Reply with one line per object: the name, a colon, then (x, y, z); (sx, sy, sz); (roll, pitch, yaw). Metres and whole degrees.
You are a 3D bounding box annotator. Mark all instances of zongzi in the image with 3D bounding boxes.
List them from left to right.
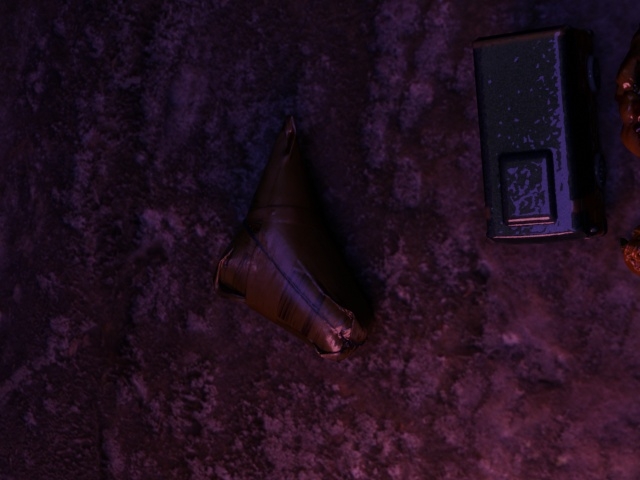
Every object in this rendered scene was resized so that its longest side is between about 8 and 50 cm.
zongzi: (0.000, 0.000, 1.570); (0.260, 0.123, 0.289); (30, 104, 18)

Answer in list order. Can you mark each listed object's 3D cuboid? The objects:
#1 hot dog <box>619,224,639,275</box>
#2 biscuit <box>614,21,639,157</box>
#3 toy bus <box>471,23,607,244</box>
hot dog: (0.464, 0.033, 1.357); (0.188, 0.055, 0.072); (24, 107, 23)
biscuit: (0.467, -0.231, 1.239); (0.289, 0.081, 0.334); (30, 94, 56)
toy bus: (0.283, -0.131, 1.377); (0.138, 0.167, 0.275); (-3, 93, 28)
